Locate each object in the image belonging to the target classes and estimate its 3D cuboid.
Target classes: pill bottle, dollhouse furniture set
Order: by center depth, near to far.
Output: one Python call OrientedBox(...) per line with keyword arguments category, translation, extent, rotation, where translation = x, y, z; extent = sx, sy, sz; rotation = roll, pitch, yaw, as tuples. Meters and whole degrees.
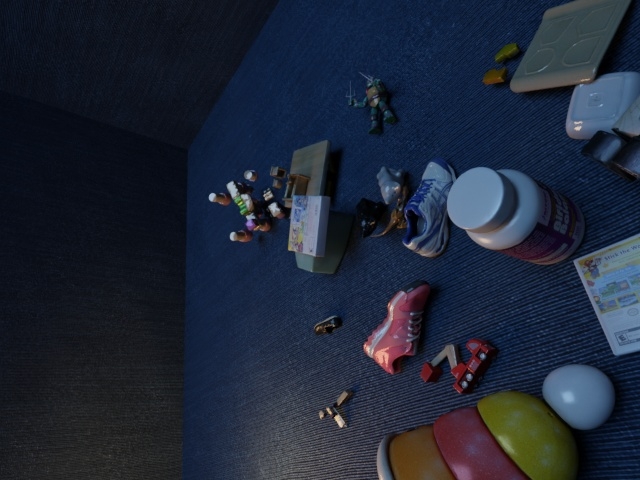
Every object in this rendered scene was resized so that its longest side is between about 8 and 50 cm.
OrientedBox(category="pill bottle", translation=(0.412, -0.053, 0.884), extent=(0.169, 0.301, 0.169), rotation=(-22, 62, 49))
OrientedBox(category="dollhouse furniture set", translation=(0.071, 0.559, 1.366), extent=(0.081, 0.091, 0.114), rotation=(48, 116, 32))
OrientedBox(category="dollhouse furniture set", translation=(-0.151, -0.188, 1.681), extent=(0.101, 0.160, 0.182), rotation=(9, 86, 55))

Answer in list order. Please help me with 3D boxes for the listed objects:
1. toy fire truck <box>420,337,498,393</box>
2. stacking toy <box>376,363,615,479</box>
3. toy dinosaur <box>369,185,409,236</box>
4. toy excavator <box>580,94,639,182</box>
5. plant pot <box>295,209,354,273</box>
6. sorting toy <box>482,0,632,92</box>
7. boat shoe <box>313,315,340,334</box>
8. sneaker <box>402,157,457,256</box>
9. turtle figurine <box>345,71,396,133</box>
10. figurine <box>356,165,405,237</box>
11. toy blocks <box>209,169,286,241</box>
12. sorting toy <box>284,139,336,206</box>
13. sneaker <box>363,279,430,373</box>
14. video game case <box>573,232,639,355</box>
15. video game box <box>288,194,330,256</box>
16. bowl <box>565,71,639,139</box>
OrientedBox(category="toy fire truck", translation=(0.352, 0.315, 1.070), extent=(0.135, 0.047, 0.192), rotation=(46, 115, 52))
OrientedBox(category="stacking toy", translation=(0.386, 0.430, 0.844), extent=(0.480, 0.350, 0.351), rotation=(-45, 42, 9))
OrientedBox(category="toy dinosaur", translation=(0.246, -0.072, 1.351), extent=(0.212, 0.064, 0.112), rotation=(-60, 10, 16))
OrientedBox(category="toy excavator", translation=(0.696, -0.089, 0.598), extent=(0.222, 0.445, 0.433), rotation=(-60, -3, 24))
OrientedBox(category="plant pot", translation=(0.000, 0.000, 1.576), extent=(0.165, 0.165, 0.235), rotation=(13, 95, 55))
OrientedBox(category="sorting toy", translation=(0.564, -0.471, 1.025), extent=(0.307, 0.041, 0.229), rotation=(20, 84, 60))
OrientedBox(category="boat shoe", translation=(0.021, 0.320, 1.528), extent=(0.133, 0.048, 0.042), rotation=(-37, 43, 37))
OrientedBox(category="sneaker", translation=(0.310, -0.106, 1.197), extent=(0.111, 0.130, 0.297), rotation=(-8, 71, 55))
OrientedBox(category="turtle figurine", translation=(0.191, -0.515, 1.508), extent=(0.175, 0.118, 0.234), rotation=(-41, 62, 59))
OrientedBox(category="figurine", translation=(0.191, -0.124, 1.320), extent=(0.215, 0.092, 0.209), rotation=(-57, 5, 24))
OrientedBox(category="toy blocks", translation=(-0.322, -0.174, 2.061), extent=(0.308, 0.260, 0.289), rotation=(-31, 82, 17))
OrientedBox(category="sorting toy", translation=(-0.030, -0.265, 1.757), extent=(0.257, 0.089, 0.256), rotation=(-1, 79, 55))
OrientedBox(category="sneaker", translation=(0.250, 0.256, 1.203), extent=(0.136, 0.115, 0.314), rotation=(48, 125, 38))
OrientedBox(category="video game case", translation=(0.629, 0.086, 0.778), extent=(0.227, 0.026, 0.207), rotation=(-37, 51, 44))
OrientedBox(category="video game box", translation=(-0.043, -0.055, 1.463), extent=(0.187, 0.048, 0.205), rotation=(11, 96, 53))
OrientedBox(category="bowl", translation=(0.610, -0.298, 0.907), extent=(0.142, 0.053, 0.142), rotation=(14, 90, 57))
